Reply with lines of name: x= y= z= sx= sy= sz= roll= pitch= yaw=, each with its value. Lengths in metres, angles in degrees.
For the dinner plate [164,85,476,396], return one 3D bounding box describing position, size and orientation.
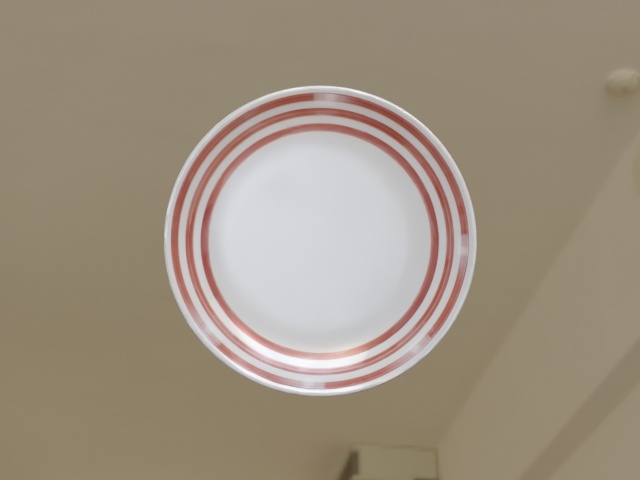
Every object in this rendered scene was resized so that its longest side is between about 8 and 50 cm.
dinner plate: x=0.000 y=0.000 z=0.476 sx=0.141 sy=0.141 sz=0.017 roll=2 pitch=-6 yaw=-2
